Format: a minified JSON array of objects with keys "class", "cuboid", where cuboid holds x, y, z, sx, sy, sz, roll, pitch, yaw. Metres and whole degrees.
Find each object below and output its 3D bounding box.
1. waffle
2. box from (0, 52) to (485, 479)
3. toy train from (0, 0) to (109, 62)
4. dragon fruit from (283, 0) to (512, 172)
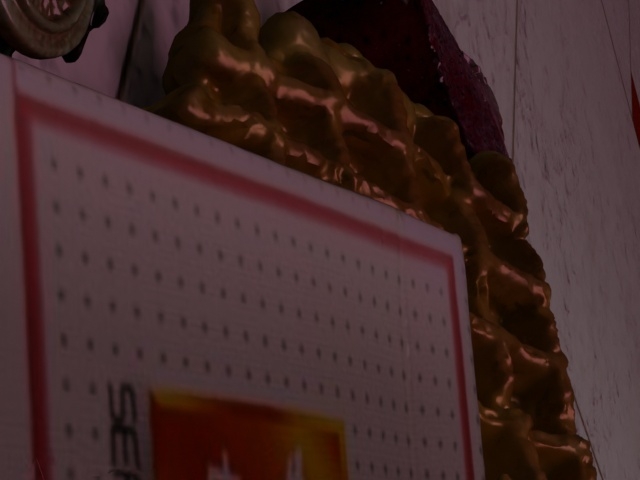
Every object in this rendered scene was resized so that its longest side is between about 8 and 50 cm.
[{"class":"waffle","cuboid":[0.000,0.000,0.680,0.219,0.057,0.229,28,39,-40]},{"class":"box","cuboid":[-0.065,0.079,0.369,0.330,0.095,0.210,17,66,-59]},{"class":"toy train","cuboid":[-0.112,-0.117,0.438,0.125,0.081,0.194,24,61,-59]},{"class":"dragon fruit","cuboid":[0.034,-0.045,0.860,0.096,0.102,0.147,28,51,-73]}]
